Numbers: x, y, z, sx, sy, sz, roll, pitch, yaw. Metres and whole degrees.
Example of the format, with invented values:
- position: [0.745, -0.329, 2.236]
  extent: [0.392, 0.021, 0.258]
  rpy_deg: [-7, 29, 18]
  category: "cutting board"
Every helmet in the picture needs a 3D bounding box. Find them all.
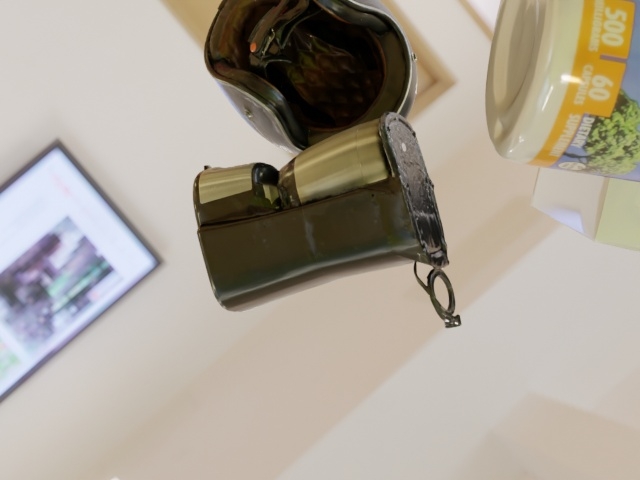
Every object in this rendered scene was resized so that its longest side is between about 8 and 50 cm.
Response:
- position: [-0.001, -0.148, 1.184]
  extent: [0.169, 0.161, 0.169]
  rpy_deg: [-30, -137, 33]
  category: "helmet"

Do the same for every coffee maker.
- position: [0.000, 0.000, 1.102]
  extent: [0.178, 0.171, 0.120]
  rpy_deg: [-18, 153, 19]
  category: "coffee maker"

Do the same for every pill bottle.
- position: [0.251, -0.104, 0.859]
  extent: [0.152, 0.272, 0.152]
  rpy_deg: [-172, -90, -84]
  category: "pill bottle"

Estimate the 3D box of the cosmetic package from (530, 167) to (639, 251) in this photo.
- position: [0.368, -0.031, 1.306]
  extent: [0.377, 0.284, 0.097]
  rpy_deg: [-80, -176, -84]
  category: "cosmetic package"
